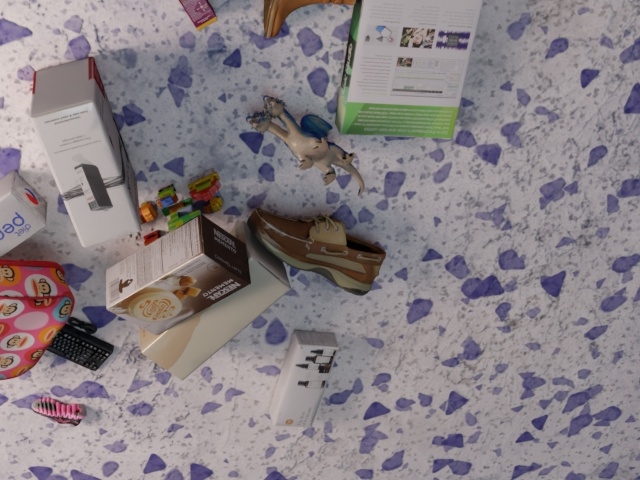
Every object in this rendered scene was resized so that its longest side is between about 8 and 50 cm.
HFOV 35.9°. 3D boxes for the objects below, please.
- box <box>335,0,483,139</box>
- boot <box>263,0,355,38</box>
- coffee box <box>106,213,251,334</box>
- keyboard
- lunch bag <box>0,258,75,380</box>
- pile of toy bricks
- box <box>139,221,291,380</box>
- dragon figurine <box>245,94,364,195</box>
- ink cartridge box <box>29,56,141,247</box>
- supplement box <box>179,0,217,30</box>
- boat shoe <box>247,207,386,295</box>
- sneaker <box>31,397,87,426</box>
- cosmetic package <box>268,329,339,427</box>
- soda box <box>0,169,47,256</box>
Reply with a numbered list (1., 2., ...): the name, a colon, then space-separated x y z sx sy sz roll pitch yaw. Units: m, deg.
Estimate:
1. box: 0.165 -0.346 1.854 0.232 0.058 0.322 1 121 -14
2. boot: -0.013 -0.434 1.743 0.152 0.073 0.197 10 121 -22
3. coffee box: -0.273 0.069 1.887 0.246 0.098 0.141 -28 140 23
4. keyboard: -0.522 0.208 2.070 0.180 0.023 0.108 30 111 -29
5. lunch bag: -0.637 0.158 1.883 0.258 0.120 0.293 3 139 -45
6. pile of toy bricks: -0.274 -0.039 1.917 0.212 0.105 0.118 -25 125 3
7. box: -0.220 0.124 2.015 0.311 0.148 0.121 -41 122 12
8. dragon figurine: -0.013 -0.185 1.897 0.289 0.144 0.085 21 115 -46
9. ink cartridge box: -0.412 -0.156 1.751 0.114 0.197 0.272 -15 125 -4
10. supplement box: -0.219 -0.415 1.715 0.043 0.055 0.083 -29 125 5
11. boat shoe: 0.000 0.000 2.013 0.324 0.122 0.120 26 108 -35
12. sneaker: -0.576 0.382 2.162 0.119 0.047 0.057 17 129 -21
13. cosmetic package: -0.039 0.316 2.234 0.099 0.060 0.239 7 120 -17
14. soda box: -0.655 -0.004 1.856 0.286 0.091 0.098 -33 124 9
